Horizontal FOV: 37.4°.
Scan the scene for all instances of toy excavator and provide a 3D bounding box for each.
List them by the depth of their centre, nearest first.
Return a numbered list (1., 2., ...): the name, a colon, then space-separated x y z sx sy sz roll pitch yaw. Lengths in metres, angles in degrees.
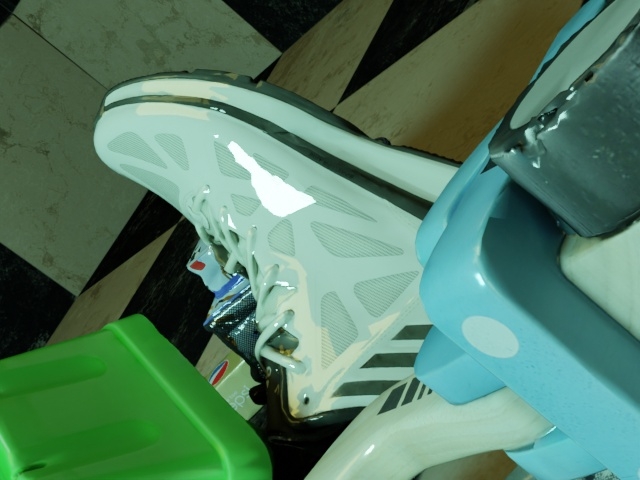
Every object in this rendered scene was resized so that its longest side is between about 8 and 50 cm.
1. toy excavator: 0.113 0.062 0.529 0.433 0.222 0.445 -56 7 -34

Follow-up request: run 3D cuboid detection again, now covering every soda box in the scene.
1. soda box: -0.119 0.197 1.153 0.181 0.061 0.058 -45 18 19

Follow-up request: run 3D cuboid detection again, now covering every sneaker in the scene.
1. sneaker: -0.044 0.024 0.800 0.257 0.447 0.169 -64 -19 -20

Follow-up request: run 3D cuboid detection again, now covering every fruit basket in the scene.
1. fruit basket: -0.149 0.263 0.825 0.392 0.392 0.283 -52 45 -2

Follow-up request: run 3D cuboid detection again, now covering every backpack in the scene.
1. backpack: 0.000 0.000 1.044 0.263 0.213 0.276 -33 20 20

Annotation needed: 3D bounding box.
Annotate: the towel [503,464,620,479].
1. towel: 0.175 0.175 0.482 0.312 0.056 0.324 -55 17 -11
